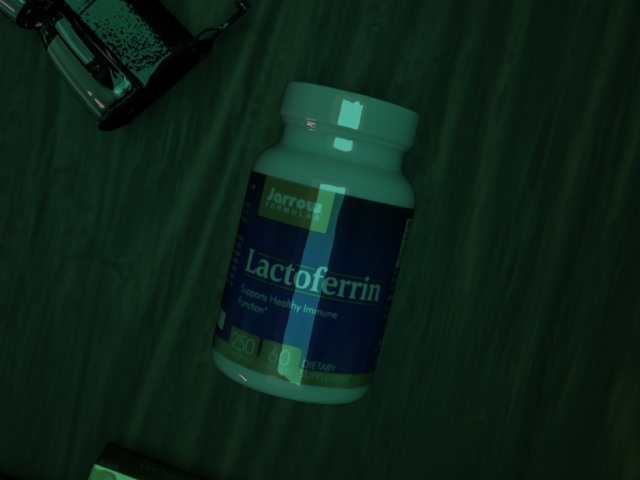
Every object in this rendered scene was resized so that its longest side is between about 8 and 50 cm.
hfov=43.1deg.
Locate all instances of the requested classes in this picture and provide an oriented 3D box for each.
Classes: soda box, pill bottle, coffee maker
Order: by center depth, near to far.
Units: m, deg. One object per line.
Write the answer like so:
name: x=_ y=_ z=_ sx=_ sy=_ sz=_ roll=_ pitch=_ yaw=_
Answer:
pill bottle: x=0.000 y=0.000 z=0.736 sx=0.153 sy=0.153 sz=0.265 roll=12 pitch=95 yaw=-3
coffee maker: x=-0.192 y=-0.216 z=0.736 sx=0.171 sy=0.120 sz=0.178 roll=-43 pitch=97 yaw=-20
soda box: x=-0.144 y=0.269 z=0.808 sx=0.181 sy=0.058 sz=0.061 roll=22 pitch=95 yaw=-3

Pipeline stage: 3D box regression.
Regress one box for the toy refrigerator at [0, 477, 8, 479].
toy refrigerator: x=-0.320 y=0.299 z=0.791 sx=0.269 sy=0.094 sz=0.102 roll=20 pitch=102 yaw=-3
